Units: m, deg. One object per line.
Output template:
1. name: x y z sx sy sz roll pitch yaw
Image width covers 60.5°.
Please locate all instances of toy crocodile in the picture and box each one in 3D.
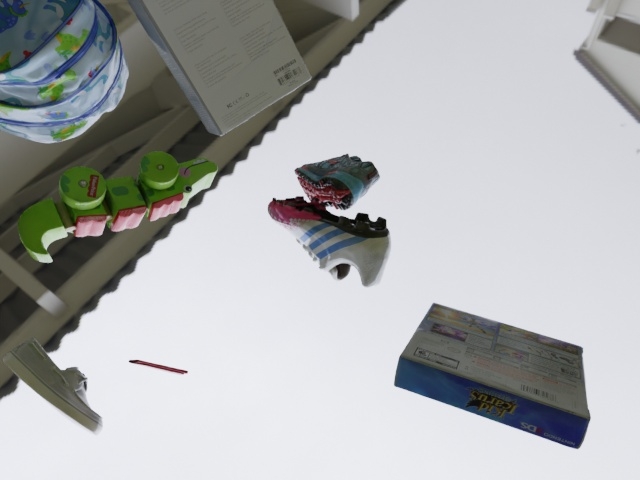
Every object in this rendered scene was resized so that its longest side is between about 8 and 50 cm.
1. toy crocodile: -0.323 -0.065 0.913 0.341 0.115 0.105 -22 -104 -37

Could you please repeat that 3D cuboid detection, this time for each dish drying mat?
1. dish drying mat: -0.241 0.190 0.819 0.032 0.083 0.008 -13 -119 45

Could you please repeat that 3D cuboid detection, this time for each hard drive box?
1. hard drive box: -0.151 -0.310 0.848 0.181 0.232 0.089 -35 -154 -13

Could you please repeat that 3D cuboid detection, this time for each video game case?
1. video game case: 0.281 0.203 0.890 0.270 0.061 0.244 16 -160 19

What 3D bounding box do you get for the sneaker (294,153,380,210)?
1. sneaker: 0.040 -0.135 1.222 0.125 0.104 0.262 -35 -153 -18

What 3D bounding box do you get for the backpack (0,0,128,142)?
1. backpack: -0.457 -0.299 0.787 0.355 0.273 0.290 40 -115 -9

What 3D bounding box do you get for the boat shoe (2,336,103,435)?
1. boat shoe: -0.384 0.214 0.816 0.184 0.066 0.063 33 -121 14

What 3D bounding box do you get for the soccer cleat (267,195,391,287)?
1. soccer cleat: 0.000 0.000 1.103 0.116 0.143 0.331 -9 -160 -40
